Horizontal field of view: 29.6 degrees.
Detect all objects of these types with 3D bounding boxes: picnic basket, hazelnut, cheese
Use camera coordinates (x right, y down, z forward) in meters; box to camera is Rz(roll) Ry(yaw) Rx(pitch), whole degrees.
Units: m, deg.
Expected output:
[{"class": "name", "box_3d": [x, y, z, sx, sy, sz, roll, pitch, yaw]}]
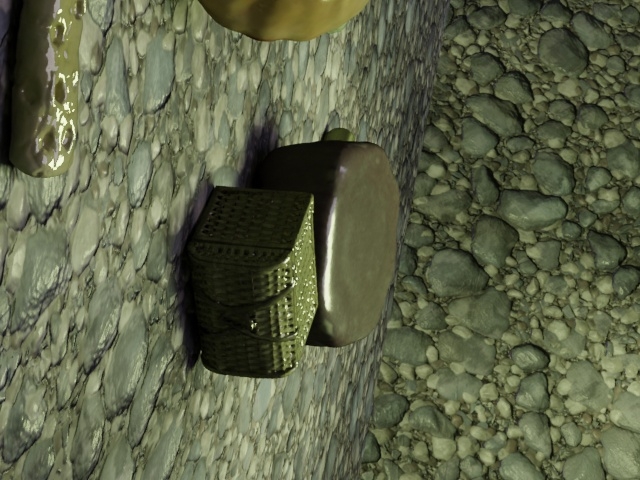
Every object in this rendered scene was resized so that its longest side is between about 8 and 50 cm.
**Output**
[{"class": "picnic basket", "box_3d": [-0.083, 0.057, 1.504, 0.154, 0.134, 0.196, -74, 167, -49]}, {"class": "hazelnut", "box_3d": [-0.045, -0.331, 1.264, 0.261, 0.241, 0.261, -22, 123, -38]}, {"class": "cheese", "box_3d": [-0.212, -0.146, 0.946, 0.065, 0.043, 0.194, -21, 118, -79]}]

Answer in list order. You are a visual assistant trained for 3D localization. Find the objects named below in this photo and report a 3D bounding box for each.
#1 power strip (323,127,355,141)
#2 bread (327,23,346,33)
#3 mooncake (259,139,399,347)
[{"class": "power strip", "box_3d": [-0.005, -0.047, 2.013, 0.387, 0.066, 0.092, -73, 167, -49]}, {"class": "bread", "box_3d": [0.017, -0.412, 1.660, 0.267, 0.040, 0.267, 177, -90, -79]}, {"class": "mooncake", "box_3d": [0.000, 0.000, 1.740, 0.306, 0.154, 0.306, 4, 90, -68]}]
